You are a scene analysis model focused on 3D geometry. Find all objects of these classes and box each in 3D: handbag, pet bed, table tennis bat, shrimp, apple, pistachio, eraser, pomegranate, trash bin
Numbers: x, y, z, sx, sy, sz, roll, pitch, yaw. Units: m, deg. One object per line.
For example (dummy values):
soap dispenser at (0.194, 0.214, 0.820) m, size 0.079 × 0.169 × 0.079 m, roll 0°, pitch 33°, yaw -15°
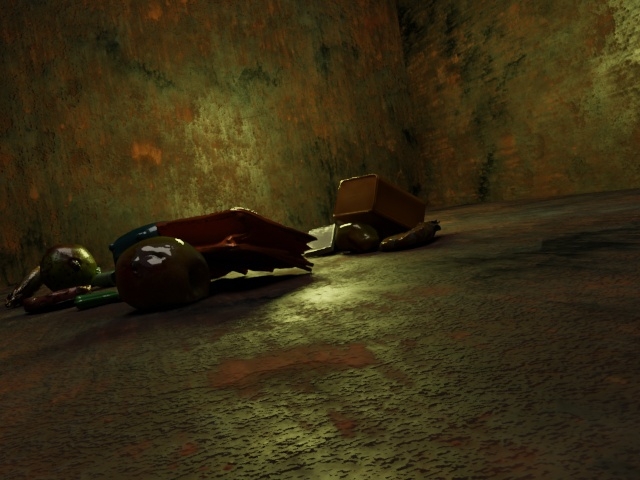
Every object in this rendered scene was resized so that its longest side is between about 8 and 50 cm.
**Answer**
handbag at (-0.246, 0.016, 1.582) m, size 0.410 × 0.116 × 0.303 m, roll -6°, pitch -17°, yaw 43°
pet bed at (-0.803, 0.180, 1.759) m, size 0.201 × 0.053 × 0.201 m, roll -15°, pitch 1°, yaw 0°
table tennis bat at (-0.575, 0.156, 1.655) m, size 0.257 × 0.039 × 0.160 m, roll -10°, pitch 0°, yaw -42°
shrimp at (0.287, -0.018, 1.813) m, size 0.164 × 0.062 × 0.317 m, roll -11°, pitch 5°, yaw 34°
shrimp at (-1.085, 0.187, 2.118) m, size 0.152 × 0.063 × 0.287 m, roll -51°, pitch 12°, yaw 23°
apple at (-0.375, 0.078, 1.374) m, size 0.188 × 0.174 × 0.207 m, roll -11°, pitch 19°, yaw 18°
pistachio at (0.122, -0.013, 1.854) m, size 0.110 × 0.100 × 0.189 m, roll -17°, pitch 5°, yaw -28°
eraser at (0.000, 0.000, 1.997) m, size 0.104 × 0.023 × 0.150 m, roll -16°, pitch 29°, yaw 17°
pomegranate at (-0.933, 0.104, 2.149) m, size 0.198 × 0.198 × 0.246 m, roll -10°, pitch 5°, yaw -6°
trash bin at (-0.794, 0.143, 2.234) m, size 0.130 × 0.059 × 0.116 m, roll -8°, pitch 3°, yaw 41°

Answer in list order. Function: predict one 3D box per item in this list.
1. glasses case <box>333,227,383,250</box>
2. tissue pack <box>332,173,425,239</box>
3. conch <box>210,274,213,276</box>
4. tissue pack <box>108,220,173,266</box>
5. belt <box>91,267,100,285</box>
glasses case at (0.068, 0.003, 2.053) m, size 0.299 × 0.060 × 0.114 m, roll -8°, pitch 5°, yaw 30°
tissue pack at (0.209, -0.111, 2.022) m, size 0.274 × 0.145 × 0.194 m, roll 23°, pitch -22°, yaw -40°
conch at (-0.397, 0.080, 1.932) m, size 0.158 × 0.127 × 0.255 m, roll 14°, pitch 21°, yaw -19°
tissue pack at (-0.520, 0.048, 1.802) m, size 0.206 × 0.198 × 0.287 m, roll -5°, pitch -5°, yaw -45°
belt at (-0.976, 0.157, 2.365) m, size 0.151 × 0.078 × 0.198 m, roll -12°, pitch 2°, yaw -1°
